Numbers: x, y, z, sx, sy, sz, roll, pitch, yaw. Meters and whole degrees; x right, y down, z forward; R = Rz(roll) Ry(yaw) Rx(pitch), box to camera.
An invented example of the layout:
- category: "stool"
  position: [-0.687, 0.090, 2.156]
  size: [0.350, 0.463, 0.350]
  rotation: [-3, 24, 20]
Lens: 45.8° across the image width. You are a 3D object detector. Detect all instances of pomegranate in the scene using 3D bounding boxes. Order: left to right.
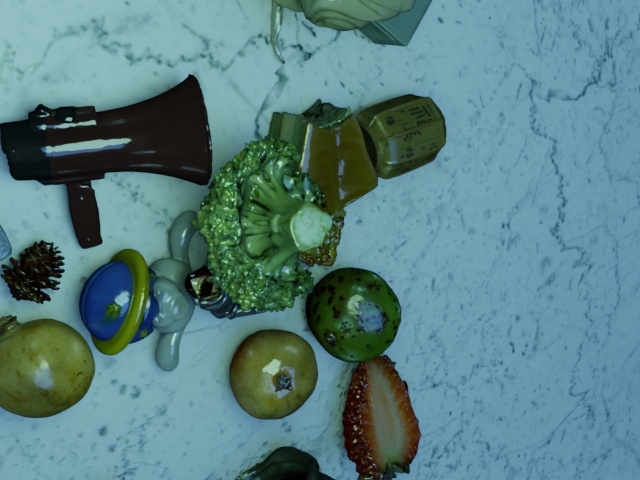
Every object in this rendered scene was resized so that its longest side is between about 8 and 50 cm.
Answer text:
- category: "pomegranate"
  position: [-0.488, 0.210, 1.299]
  size: [0.196, 0.196, 0.196]
  rotation: [-10, 111, -30]
- category: "pomegranate"
  position: [-0.095, 0.277, 1.565]
  size: [0.191, 0.191, 0.191]
  rotation: [-10, 111, -30]
- category: "pomegranate"
  position: [0.082, 0.146, 1.637]
  size: [0.263, 0.211, 0.211]
  rotation: [-40, 127, -50]

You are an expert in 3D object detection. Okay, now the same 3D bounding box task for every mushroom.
- category: "mushroom"
  position: [-0.109, -0.480, 1.405]
  size: [0.068, 0.043, 0.306]
  rotation: [-29, 121, -5]

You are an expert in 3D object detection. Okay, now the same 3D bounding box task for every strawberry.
- category: "strawberry"
  position: [0.126, 0.410, 1.803]
  size: [0.233, 0.137, 0.307]
  rotation: [-4, 82, -51]

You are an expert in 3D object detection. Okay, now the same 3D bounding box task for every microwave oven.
- category: "microwave oven"
  position: [0.142, -0.512, 1.500]
  size: [0.162, 0.122, 0.208]
  rotation: [30, 88, -36]

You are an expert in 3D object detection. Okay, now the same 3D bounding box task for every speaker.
- category: "speaker"
  position: [-0.361, -0.143, 1.319]
  size: [0.329, 0.198, 0.259]
  rotation: [-13, 152, -13]

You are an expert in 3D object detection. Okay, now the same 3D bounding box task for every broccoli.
- category: "broccoli"
  position: [-0.096, -0.021, 1.295]
  size: [0.235, 0.260, 0.288]
  rotation: [-26, 102, 4]

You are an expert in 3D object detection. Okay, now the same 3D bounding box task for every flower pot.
- category: "flower pot"
  position: [-0.056, 0.615, 1.625]
  size: [0.302, 0.301, 0.213]
  rotation: [-44, 117, -13]

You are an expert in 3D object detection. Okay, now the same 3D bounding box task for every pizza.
- category: "pizza"
  position: [0.000, 0.000, 1.620]
  size: [0.175, 0.046, 0.134]
  rotation: [-44, 123, -14]

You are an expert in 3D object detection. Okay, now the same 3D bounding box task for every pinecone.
- category: "pinecone"
  position: [-0.491, 0.053, 1.302]
  size: [0.102, 0.102, 0.109]
  rotation: [39, 55, -35]

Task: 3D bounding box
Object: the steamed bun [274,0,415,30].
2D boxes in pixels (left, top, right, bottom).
- category: "steamed bun"
  position: [0.030, -0.486, 1.280]
  size: [0.367, 0.342, 0.255]
  rotation: [4, 116, 7]

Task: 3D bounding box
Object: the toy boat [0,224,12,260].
- category: "toy boat"
  position: [-0.625, -0.038, 1.191]
  size: [0.283, 0.078, 0.127]
  rotation: [27, 89, -36]

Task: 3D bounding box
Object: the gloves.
- category: "gloves"
  position: [-0.168, 0.084, 1.460]
  size: [0.285, 0.119, 0.142]
  rotation: [24, 78, -64]

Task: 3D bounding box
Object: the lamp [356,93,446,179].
- category: "lamp"
  position: [0.164, -0.219, 1.591]
  size: [0.185, 0.161, 0.161]
  rotation: [-23, 116, -22]

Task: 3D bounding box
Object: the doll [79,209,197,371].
- category: "doll"
  position: [-0.304, 0.082, 1.388]
  size: [0.242, 0.159, 0.311]
  rotation: [21, 84, -33]

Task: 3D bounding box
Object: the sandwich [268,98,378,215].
- category: "sandwich"
  position: [-0.037, -0.154, 1.484]
  size: [0.227, 0.155, 0.198]
  rotation: [-32, 118, -20]
